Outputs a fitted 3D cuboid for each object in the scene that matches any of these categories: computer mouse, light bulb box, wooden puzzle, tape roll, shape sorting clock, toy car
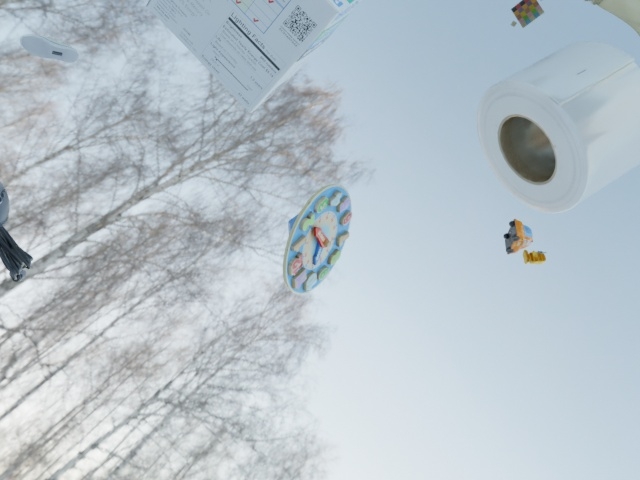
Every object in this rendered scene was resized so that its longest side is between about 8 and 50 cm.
[{"bbox_3d":[-0.516,-0.032,0.944,0.262,0.060,0.184,13,-52,56],"label":"computer mouse"},{"bbox_3d":[-0.146,-0.570,1.369,0.358,0.225,0.361,45,-49,-10],"label":"light bulb box"},{"bbox_3d":[0.426,-0.472,1.198,0.083,0.006,0.049,-33,-101,29],"label":"wooden puzzle"},{"bbox_3d":[0.412,-0.191,0.995,0.246,0.169,0.246,54,-16,23],"label":"tape roll"},{"bbox_3d":[0.000,0.000,1.025,0.040,0.206,0.206,27,-51,29],"label":"shape sorting clock"},{"bbox_3d":[0.312,0.017,0.884,0.040,0.122,0.060,3,-56,0],"label":"toy car"}]

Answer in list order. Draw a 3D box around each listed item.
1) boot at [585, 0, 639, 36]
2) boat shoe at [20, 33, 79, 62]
[{"bbox_3d":[0.458,-0.348,0.706,0.203,0.095,0.262,37,-24,1],"label":"boot"},{"bbox_3d":[-0.485,-0.347,1.041,0.035,0.100,0.035,52,-57,34],"label":"boat shoe"}]
